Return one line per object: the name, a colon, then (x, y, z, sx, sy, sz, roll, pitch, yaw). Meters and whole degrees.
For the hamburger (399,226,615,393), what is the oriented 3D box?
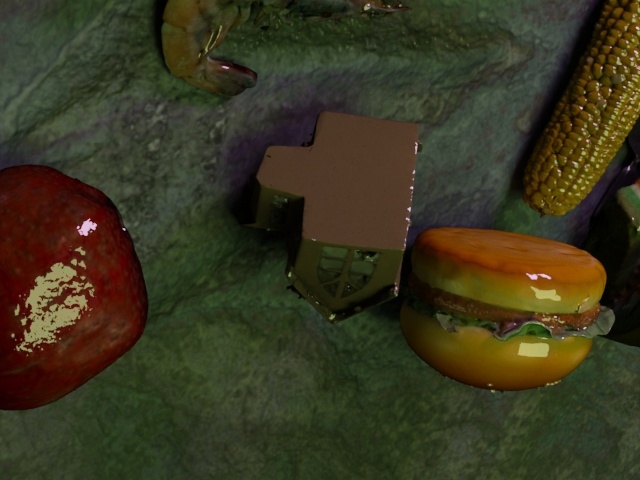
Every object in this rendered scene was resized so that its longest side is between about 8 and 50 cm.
hamburger: (0.205, 0.086, 1.984, 0.246, 0.246, 0.170, -1, 107, -40)

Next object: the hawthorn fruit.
hawthorn fruit: (-0.280, 0.052, 1.590, 0.250, 0.215, 0.215, -36, 133, -13)

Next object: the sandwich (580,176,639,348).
sandwich: (0.426, -0.017, 2.161, 0.162, 0.250, 0.301, 30, 83, -9)

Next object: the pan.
pan: (0.406, -0.123, 2.188, 0.136, 0.028, 0.235, 16, 113, -46)

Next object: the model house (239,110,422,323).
model house: (0.000, 0.000, 1.854, 0.176, 0.181, 0.248, 9, 146, -3)

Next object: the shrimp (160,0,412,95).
shrimp: (-0.036, -0.214, 1.743, 0.296, 0.058, 0.169, 5, 123, -42)

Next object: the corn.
corn: (0.332, -0.165, 2.051, 0.102, 0.102, 0.313, 12, 106, -44)
